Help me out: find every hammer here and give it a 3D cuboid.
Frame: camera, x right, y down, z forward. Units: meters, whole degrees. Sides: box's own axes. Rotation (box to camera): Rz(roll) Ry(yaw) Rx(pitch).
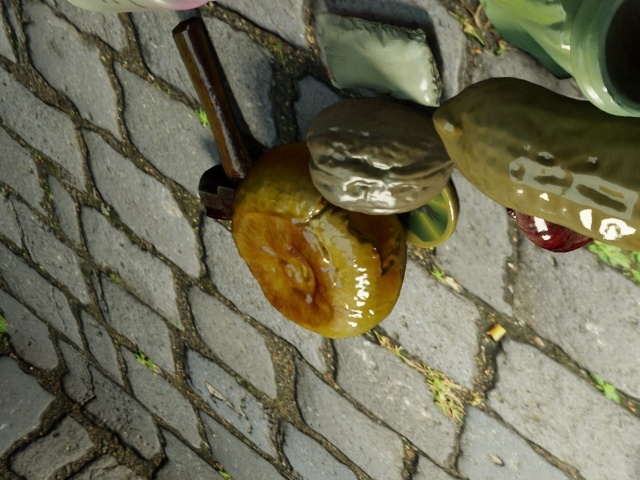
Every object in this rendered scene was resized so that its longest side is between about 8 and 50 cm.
[{"bbox_3d":[-0.178,-0.205,2.416,0.242,0.095,0.409,14,134,49],"label":"hammer"}]

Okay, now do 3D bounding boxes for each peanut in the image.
[{"bbox_3d":[0.314,-0.106,1.690,0.387,0.192,0.170,22,125,29],"label":"peanut"}]

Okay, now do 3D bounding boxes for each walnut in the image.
[{"bbox_3d":[0.092,-0.123,2.021,0.230,0.178,0.178,2,134,15],"label":"walnut"}]

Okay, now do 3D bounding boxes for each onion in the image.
[{"bbox_3d":[0.314,-0.059,1.859,0.151,0.098,0.206,11,133,52],"label":"onion"}]

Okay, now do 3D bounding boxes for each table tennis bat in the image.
[{"bbox_3d":[0.127,-0.049,2.213,0.198,0.050,0.321,43,148,13],"label":"table tennis bat"}]

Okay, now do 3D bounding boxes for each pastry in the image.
[{"bbox_3d":[0.000,0.000,2.241,0.356,0.164,0.356,29,137,31],"label":"pastry"}]

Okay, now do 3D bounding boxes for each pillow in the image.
[{"bbox_3d":[0.084,-0.265,1.992,0.229,0.051,0.128,18,135,45],"label":"pillow"}]

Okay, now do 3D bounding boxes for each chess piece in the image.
[{"bbox_3d":[0.302,-0.251,1.614,0.298,0.175,0.176,30,149,57],"label":"chess piece"}]

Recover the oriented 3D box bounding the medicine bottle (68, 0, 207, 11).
[{"bbox_3d":[-0.251,-0.457,2.067,0.388,0.219,0.219,12,134,52],"label":"medicine bottle"}]
